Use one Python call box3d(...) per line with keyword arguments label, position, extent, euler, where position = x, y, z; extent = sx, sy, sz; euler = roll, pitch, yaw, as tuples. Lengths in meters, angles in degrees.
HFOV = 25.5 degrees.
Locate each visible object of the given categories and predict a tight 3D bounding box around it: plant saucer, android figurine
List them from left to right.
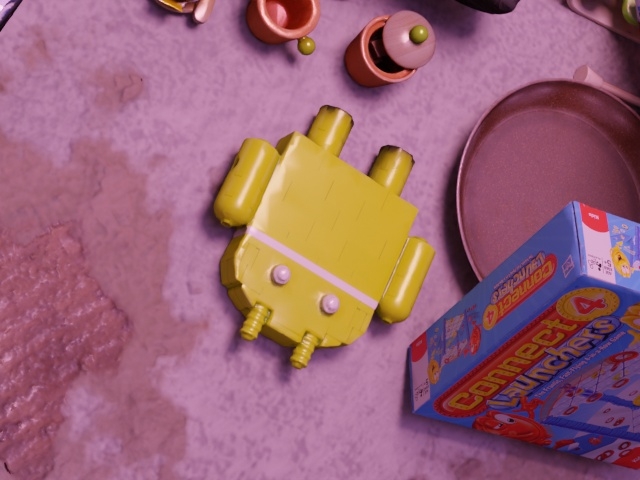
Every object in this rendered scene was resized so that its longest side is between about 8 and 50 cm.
box3d(label="android figurine", position=(0.000, 0.000, 1.485), extent=(0.248, 0.056, 0.273), euler=(33, 67, -18))
box3d(label="plant saucer", position=(0.279, -0.030, 1.628), extent=(0.310, 0.050, 0.311), euler=(5, 79, -25))

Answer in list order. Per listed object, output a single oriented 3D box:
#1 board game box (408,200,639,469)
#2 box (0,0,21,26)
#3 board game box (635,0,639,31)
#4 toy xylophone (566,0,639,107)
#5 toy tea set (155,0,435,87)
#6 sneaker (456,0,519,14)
box3d(label="board game box", position=(0.297, 0.112, 1.465), extent=(0.302, 0.308, 0.086), euler=(16, 52, -22))
box3d(label="box", position=(-0.478, -0.161, 1.191), extent=(0.293, 0.212, 0.395), euler=(39, 66, -14))
box3d(label="board game box", position=(0.456, -0.134, 1.527), extent=(0.078, 0.347, 0.233), euler=(-17, 111, -4))
box3d(label="toy xylophone", position=(0.424, -0.269, 1.720), extent=(0.322, 0.081, 0.236), euler=(13, 76, -23))
box3d(label="toy tea set", position=(-0.013, -0.293, 1.486), extent=(0.336, 0.124, 0.200), euler=(23, 72, -21))
box3d(label="sneaker", position=(0.116, -0.467, 1.511), extent=(0.447, 0.169, 0.257), euler=(44, 87, -14))
